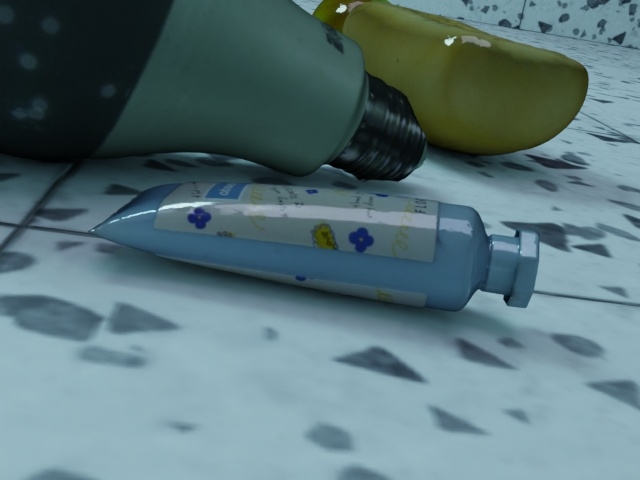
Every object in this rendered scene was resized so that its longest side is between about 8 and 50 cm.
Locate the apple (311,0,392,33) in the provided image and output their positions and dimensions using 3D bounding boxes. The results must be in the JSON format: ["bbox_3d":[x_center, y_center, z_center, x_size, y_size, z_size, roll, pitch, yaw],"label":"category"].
[{"bbox_3d":[0.040,-0.203,0.863,0.114,0.099,0.102,32,23,-16],"label":"apple"}]

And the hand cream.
[{"bbox_3d":[0.000,0.000,0.337,0.170,0.043,0.065,7,17,6],"label":"hand cream"}]

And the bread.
[{"bbox_3d":[0.103,-0.126,0.665,0.147,0.098,0.217,4,22,-21],"label":"bread"}]

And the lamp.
[{"bbox_3d":[-0.086,-0.124,0.468,0.313,0.182,0.182,8,16,-37],"label":"lamp"}]
